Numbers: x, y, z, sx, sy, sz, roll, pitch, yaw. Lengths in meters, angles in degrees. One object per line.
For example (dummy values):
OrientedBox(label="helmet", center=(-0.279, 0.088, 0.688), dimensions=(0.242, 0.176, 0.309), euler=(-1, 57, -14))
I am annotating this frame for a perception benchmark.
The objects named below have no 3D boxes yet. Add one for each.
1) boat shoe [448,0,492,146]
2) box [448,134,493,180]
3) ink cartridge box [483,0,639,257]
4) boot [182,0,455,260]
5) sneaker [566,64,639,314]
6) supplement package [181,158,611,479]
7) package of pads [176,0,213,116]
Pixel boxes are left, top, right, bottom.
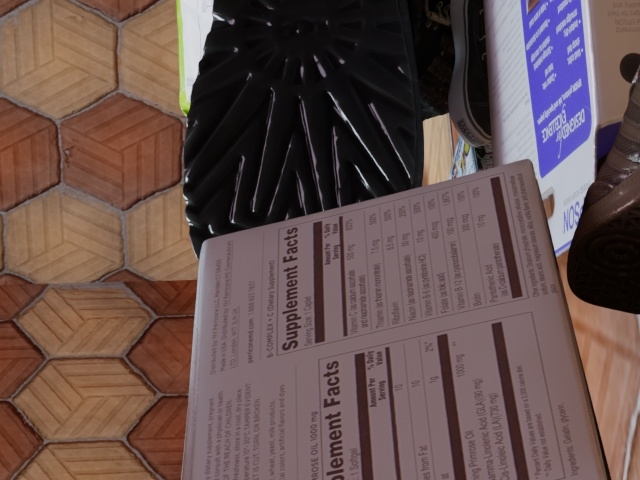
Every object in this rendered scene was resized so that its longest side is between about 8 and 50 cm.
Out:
OrientedBox(label="boat shoe", center=(0.105, -0.113, 1.019), dimensions=(0.040, 0.049, 0.142), euler=(-28, 37, 32))
OrientedBox(label="box", center=(0.102, -0.011, 1.114), dimensions=(0.137, 0.027, 0.094), euler=(98, 167, -55))
OrientedBox(label="ink cartridge box", center=(0.121, -0.088, 0.850), dimensions=(0.206, 0.045, 0.208), euler=(125, 145, -79))
OrientedBox(label="boot", center=(0.019, -0.096, 1.058), dimensions=(0.260, 0.131, 0.348), euler=(42, -130, -73))
OrientedBox(label="sneaker", center=(0.145, -0.039, 0.656), dimensions=(0.188, 0.066, 0.071), euler=(108, 177, -58))
OrientedBox(label="supplement package", center=(0.053, 0.142, 0.682), dimensions=(0.204, 0.145, 0.262), euler=(-91, -15, -56))
OrientedBox(label="package of pads", center=(-0.014, -0.243, 1.299), dimensions=(0.229, 0.101, 0.296), euler=(-20, -66, -54))
